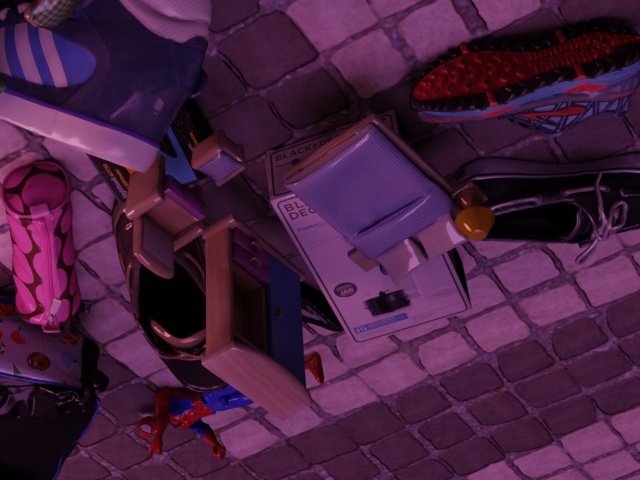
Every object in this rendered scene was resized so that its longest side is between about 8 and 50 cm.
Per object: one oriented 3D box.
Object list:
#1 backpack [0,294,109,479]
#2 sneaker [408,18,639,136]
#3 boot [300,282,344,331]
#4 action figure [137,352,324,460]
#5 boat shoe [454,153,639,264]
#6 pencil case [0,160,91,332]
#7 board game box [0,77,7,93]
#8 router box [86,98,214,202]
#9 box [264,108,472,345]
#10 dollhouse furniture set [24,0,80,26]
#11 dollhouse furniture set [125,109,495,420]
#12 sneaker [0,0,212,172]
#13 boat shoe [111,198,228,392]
[{"bbox_3d":[-0.434,0.189,1.655,0.263,0.213,0.276,12,127,-29],"label":"backpack"},{"bbox_3d":[0.231,-0.153,1.451,0.262,0.104,0.125,-9,138,3],"label":"sneaker"},{"bbox_3d":[-0.039,0.104,1.725,0.121,0.045,0.099,35,121,-25],"label":"boot"},{"bbox_3d":[-0.135,0.240,1.795,0.280,0.139,0.091,-22,132,19],"label":"action figure"},{"bbox_3d":[0.316,-0.037,1.575,0.306,0.105,0.113,4,135,-10],"label":"boat shoe"},{"bbox_3d":[-0.329,0.010,1.560,0.095,0.098,0.209,-2,135,-4],"label":"pencil case"},{"bbox_3d":[-0.468,-0.138,1.331,0.317,0.213,0.046,-42,166,31],"label":"board game box"},{"bbox_3d":[-0.204,-0.131,1.465,0.133,0.046,0.179,-17,134,12],"label":"router box"},{"bbox_3d":[0.062,-0.008,1.591,0.169,0.087,0.290,-17,135,11],"label":"box"},{"bbox_3d":[-0.128,-0.294,1.123,0.151,0.301,0.197,29,124,-27],"label":"dollhouse furniture set"},{"bbox_3d":[0.000,0.000,1.387,0.303,0.198,0.286,-31,131,23],"label":"dollhouse furniture set"},{"bbox_3d":[-0.258,-0.224,1.331,0.323,0.236,0.130,22,180,23],"label":"sneaker"},{"bbox_3d":[-0.183,0.090,1.633,0.132,0.130,0.355,-12,135,6],"label":"boat shoe"}]
